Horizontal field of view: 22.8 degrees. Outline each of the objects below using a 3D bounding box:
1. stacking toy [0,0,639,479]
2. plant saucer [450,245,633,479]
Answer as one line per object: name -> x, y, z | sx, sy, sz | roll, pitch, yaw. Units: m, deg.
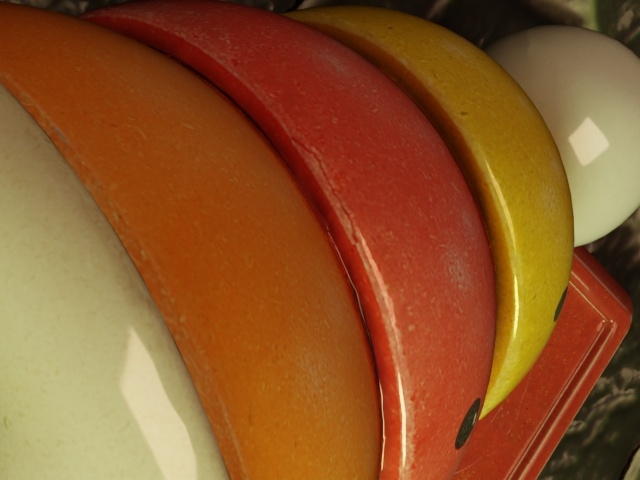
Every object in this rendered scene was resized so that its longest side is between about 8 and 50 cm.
stacking toy -> 0.000, 0.000, 0.714 | 0.480, 0.351, 0.350 | -27, 109, -35
plant saucer -> 0.060, 0.065, 0.910 | 0.258, 0.048, 0.259 | 43, 72, -29
